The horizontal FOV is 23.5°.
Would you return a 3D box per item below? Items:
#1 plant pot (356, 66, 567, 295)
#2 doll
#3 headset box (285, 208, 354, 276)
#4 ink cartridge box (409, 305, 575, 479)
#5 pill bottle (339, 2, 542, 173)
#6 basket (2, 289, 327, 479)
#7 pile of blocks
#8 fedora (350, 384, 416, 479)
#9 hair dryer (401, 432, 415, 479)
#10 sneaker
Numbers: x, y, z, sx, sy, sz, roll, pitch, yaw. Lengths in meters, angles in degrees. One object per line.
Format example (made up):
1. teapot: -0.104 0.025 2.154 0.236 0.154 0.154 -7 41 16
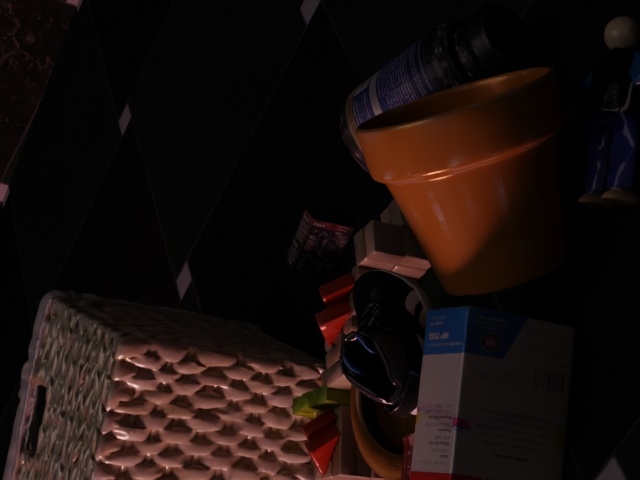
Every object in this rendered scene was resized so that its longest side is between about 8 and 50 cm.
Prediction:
1. plant pot: 0.160 -0.053 1.529 0.205 0.205 0.188 1 111 62
2. doll: 0.283 -0.127 1.493 0.129 0.046 0.189 -7 73 60
3. headset box: 0.000 0.000 1.964 0.032 0.062 0.083 53 126 55
4. ink cartridge box: 0.165 0.189 1.493 0.078 0.134 0.231 -10 70 60
5. pill bottle: 0.133 -0.164 1.694 0.219 0.122 0.123 -35 48 38
6. basket: -0.199 0.258 1.953 0.266 0.331 0.328 12 90 61
7. pile of blocks: 0.028 0.120 1.809 0.149 0.112 0.362 14 92 63
8. fedora: 0.112 0.174 1.661 0.194 0.079 0.194 -18 68 51
9. hair dryer: 0.084 0.330 1.580 0.223 0.080 0.294 34 119 46
10. sneaker: 0.061 0.093 1.580 0.079 0.121 0.217 -56 41 21
